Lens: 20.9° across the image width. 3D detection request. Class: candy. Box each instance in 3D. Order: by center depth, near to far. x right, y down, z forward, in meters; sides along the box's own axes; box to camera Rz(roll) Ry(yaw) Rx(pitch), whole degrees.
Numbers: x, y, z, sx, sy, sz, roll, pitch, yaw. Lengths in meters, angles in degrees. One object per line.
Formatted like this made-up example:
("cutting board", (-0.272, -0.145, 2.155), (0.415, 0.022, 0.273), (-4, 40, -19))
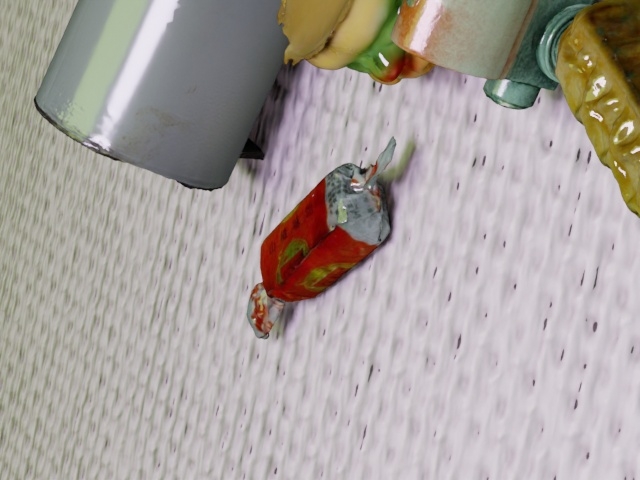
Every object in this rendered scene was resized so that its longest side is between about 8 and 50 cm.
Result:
("candy", (0.001, -0.001, 1.631), (0.292, 0.059, 0.086), (-45, 41, 46))

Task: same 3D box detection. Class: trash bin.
("trash bin", (-0.139, -0.215, 1.756), (0.262, 0.277, 0.217), (-63, 35, 13))

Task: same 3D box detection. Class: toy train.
("toy train", (0.159, -0.238, 1.295), (0.116, 0.177, 0.285), (51, 125, 53))

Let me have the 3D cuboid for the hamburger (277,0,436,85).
("hamburger", (0.068, -0.236, 1.493), (0.237, 0.149, 0.237), (-167, 90, -70))

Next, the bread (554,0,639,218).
("bread", (0.239, -0.073, 1.192), (0.098, 0.087, 0.269), (-60, 35, 34))
